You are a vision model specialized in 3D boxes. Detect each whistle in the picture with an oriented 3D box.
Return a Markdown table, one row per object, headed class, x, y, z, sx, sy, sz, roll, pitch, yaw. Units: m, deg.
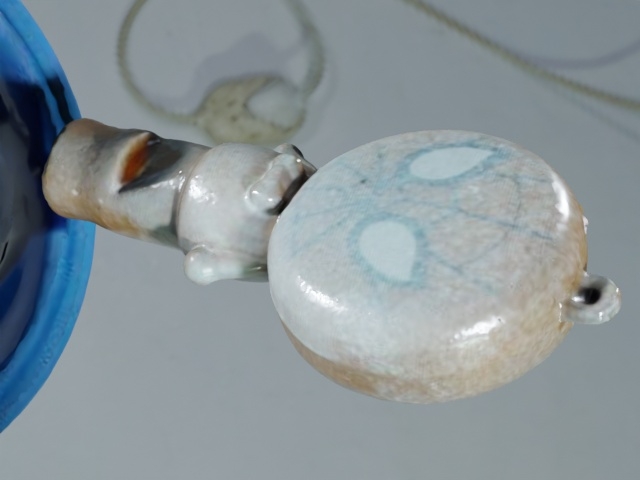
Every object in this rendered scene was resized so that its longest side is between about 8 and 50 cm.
| class | x | y | z | sx | sy | sz | roll | pitch | yaw |
| --- | --- | --- | --- | --- | --- | --- | --- | --- | --- |
| whistle | 0.000 | 0.000 | 0.629 | 0.220 | 0.057 | 0.107 | 15 | 47 | 25 |

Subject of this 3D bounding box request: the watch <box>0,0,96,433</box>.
| class | x | y | z | sx | sy | sz | roll | pitch | yaw |
| --- | --- | --- | --- | --- | --- | --- | --- | --- | --- |
| watch | -0.237 | 0.011 | 0.663 | 0.274 | 0.241 | 0.305 | 29 | 67 | -26 |
